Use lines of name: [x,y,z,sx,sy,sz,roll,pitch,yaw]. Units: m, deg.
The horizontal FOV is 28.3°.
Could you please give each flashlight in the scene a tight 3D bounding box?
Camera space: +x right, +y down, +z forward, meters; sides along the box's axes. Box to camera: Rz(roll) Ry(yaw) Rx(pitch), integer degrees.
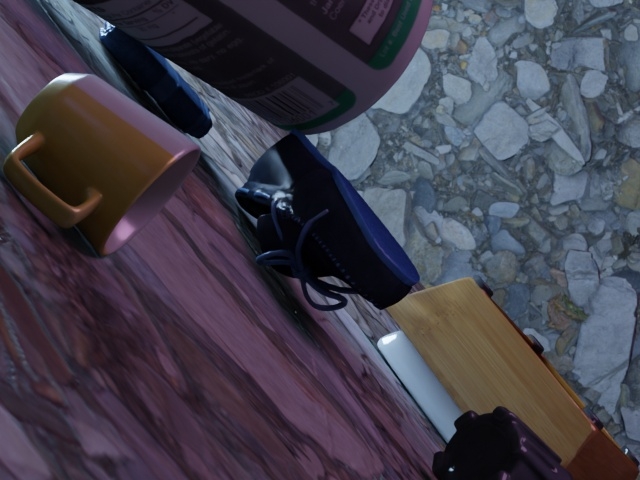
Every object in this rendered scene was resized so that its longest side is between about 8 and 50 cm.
flashlight: [0.198,0.233,0.915,0.304,0.103,0.103,45,-33,-23]

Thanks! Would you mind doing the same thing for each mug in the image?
mug: [-0.094,-0.038,0.531,0.064,0.062,0.078,43,-2,3]

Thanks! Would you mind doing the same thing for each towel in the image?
towel: [-0.138,-0.136,1.057,0.119,0.029,0.067,49,6,-21]

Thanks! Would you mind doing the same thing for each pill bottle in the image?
pill bottle: [-0.096,-0.244,0.969,0.361,0.204,0.204,30,17,-39]

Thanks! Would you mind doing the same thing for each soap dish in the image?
soap dish: [0.189,0.166,1.222,0.229,0.118,0.291,53,7,29]

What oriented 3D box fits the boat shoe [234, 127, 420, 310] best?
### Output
boat shoe: [0.000,0.000,0.955,0.109,0.089,0.258,50,1,-21]
